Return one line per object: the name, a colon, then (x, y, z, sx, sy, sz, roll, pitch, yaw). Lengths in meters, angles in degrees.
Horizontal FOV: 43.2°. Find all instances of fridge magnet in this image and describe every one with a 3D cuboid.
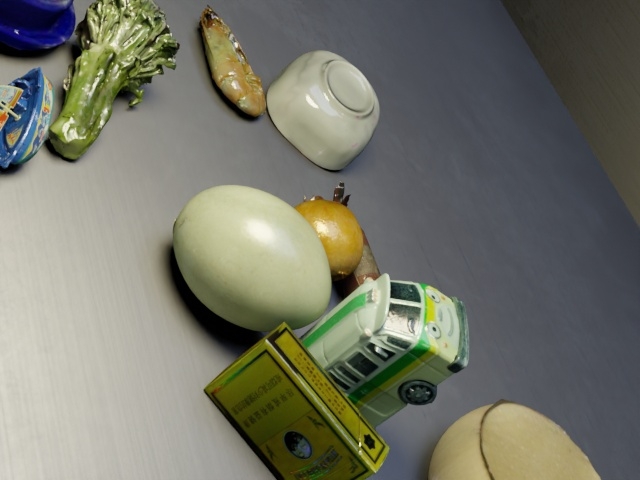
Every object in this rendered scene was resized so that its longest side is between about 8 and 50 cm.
fridge magnet: (-0.473, -0.402, 1.200, 0.265, 0.112, 0.266, 41, 30, -31)

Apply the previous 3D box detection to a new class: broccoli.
broccoli: (-0.323, -0.244, 1.212, 0.165, 0.145, 0.304, 40, 49, -28)

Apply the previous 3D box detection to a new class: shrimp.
shrimp: (-0.175, -0.352, 1.577, 0.145, 0.061, 0.267, 9, 46, -58)

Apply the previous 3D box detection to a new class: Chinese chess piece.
Chinese chess piece: (0.331, 0.423, 1.298, 0.338, 0.140, 0.338, 31, 31, -21)

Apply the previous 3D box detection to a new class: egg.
egg: (-0.096, 0.027, 1.152, 0.253, 0.187, 0.186, 34, 32, 4)

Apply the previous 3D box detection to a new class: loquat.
loquat: (0.000, 0.000, 1.352, 0.163, 0.137, 0.163, 17, 50, -22)

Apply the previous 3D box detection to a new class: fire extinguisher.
fire extinguisher: (0.066, 0.016, 1.446, 0.075, 0.106, 0.252, 13, 48, -42)

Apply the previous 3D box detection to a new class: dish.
dish: (0.025, -0.282, 1.650, 0.256, 0.117, 0.256, 20, 54, -30)

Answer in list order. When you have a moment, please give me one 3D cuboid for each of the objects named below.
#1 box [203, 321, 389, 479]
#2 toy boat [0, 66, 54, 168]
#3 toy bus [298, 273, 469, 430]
box: (-0.032, 0.235, 1.064, 0.220, 0.141, 0.064, 50, 31, -1)
toy boat: (-0.413, -0.168, 1.058, 0.110, 0.091, 0.175, 42, 33, -49)
toy bus: (0.062, 0.167, 1.129, 0.164, 0.276, 0.134, 32, 35, -20)
